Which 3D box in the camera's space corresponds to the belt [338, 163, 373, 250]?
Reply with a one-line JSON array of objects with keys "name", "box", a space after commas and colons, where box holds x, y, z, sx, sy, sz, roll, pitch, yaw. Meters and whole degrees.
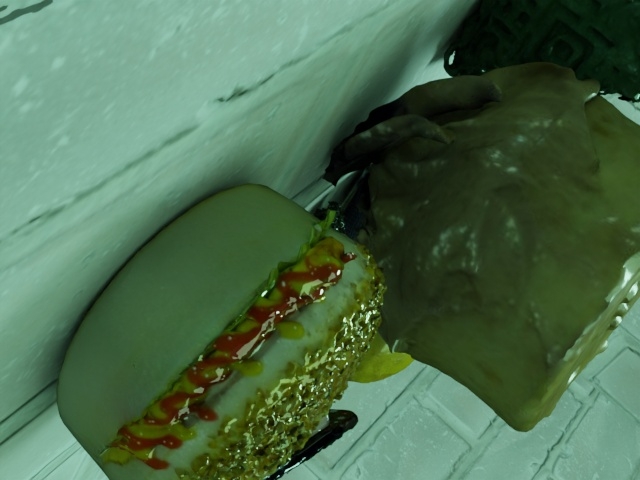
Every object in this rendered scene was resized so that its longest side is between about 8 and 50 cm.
[{"name": "belt", "box": [0.117, -0.054, 1.329, 0.230, 0.139, 0.126, -36, 160, -47]}]

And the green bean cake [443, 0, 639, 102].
[{"name": "green bean cake", "box": [0.255, -0.197, 1.129, 0.193, 0.208, 0.107, -54, 167, 25]}]

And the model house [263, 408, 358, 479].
[{"name": "model house", "box": [-0.108, 0.233, 1.569, 0.207, 0.154, 0.294, -1, -166, 36]}]

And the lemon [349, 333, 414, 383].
[{"name": "lemon", "box": [0.071, 0.094, 1.553, 0.257, 0.188, 0.188, -54, 173, -14]}]

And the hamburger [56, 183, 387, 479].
[{"name": "hamburger", "box": [-0.069, 0.094, 0.879, 0.276, 0.179, 0.294, -48, 171, -9]}]

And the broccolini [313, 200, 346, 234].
[{"name": "broccolini", "box": [0.000, -0.001, 1.310, 0.044, 0.042, 0.218, -19, 171, -9]}]

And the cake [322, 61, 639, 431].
[{"name": "cake", "box": [0.167, -0.021, 1.093, 0.332, 0.321, 0.332, -47, 163, -19]}]
